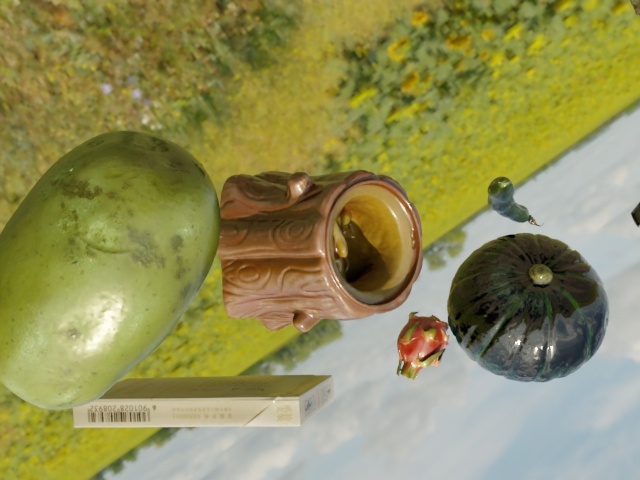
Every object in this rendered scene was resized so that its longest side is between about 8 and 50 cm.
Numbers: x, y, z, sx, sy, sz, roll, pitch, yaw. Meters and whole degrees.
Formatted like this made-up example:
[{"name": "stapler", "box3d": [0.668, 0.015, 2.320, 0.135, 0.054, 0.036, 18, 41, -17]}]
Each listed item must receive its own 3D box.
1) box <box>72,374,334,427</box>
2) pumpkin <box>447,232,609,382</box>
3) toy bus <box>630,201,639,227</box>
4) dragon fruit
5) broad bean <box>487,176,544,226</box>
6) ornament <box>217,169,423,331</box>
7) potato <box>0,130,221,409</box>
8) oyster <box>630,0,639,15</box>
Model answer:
[{"name": "box", "box3d": [-0.178, 0.251, 1.600, 0.365, 0.051, 0.204, -3, 180, 15]}, {"name": "pumpkin", "box3d": [0.316, 0.123, 1.594, 0.248, 0.248, 0.248, -35, 177, -2]}, {"name": "toy bus", "box3d": [0.460, -0.068, 1.322, 0.037, 0.052, 0.131, -97, -150, -51]}, {"name": "dragon fruit", "box3d": [0.163, 0.175, 1.664, 0.116, 0.081, 0.086, -59, -159, -2]}, {"name": "broad bean", "box3d": [0.324, -0.066, 1.741, 0.069, 0.039, 0.227, 3, 167, 28]}, {"name": "ornament", "box3d": [0.000, 0.000, 1.297, 0.235, 0.221, 0.217, -40, -158, -32]}, {"name": "potato", "box3d": [-0.233, 0.025, 1.063, 0.304, 0.216, 0.216, -47, 178, -8]}, {"name": "oyster", "box3d": [0.430, -0.280, 1.129, 0.133, 0.337, 0.198, 2, 144, 2]}]
